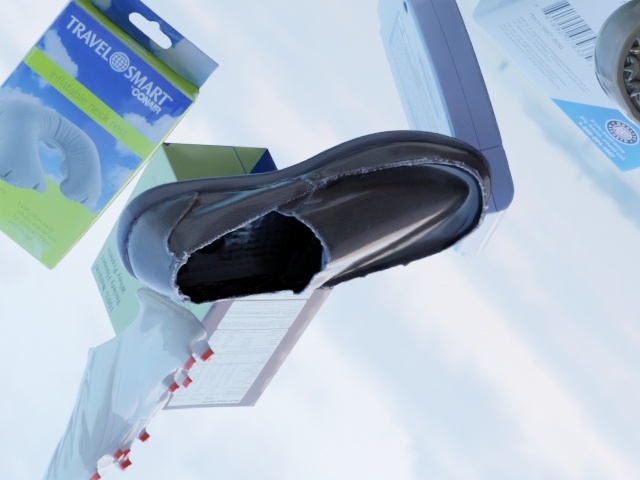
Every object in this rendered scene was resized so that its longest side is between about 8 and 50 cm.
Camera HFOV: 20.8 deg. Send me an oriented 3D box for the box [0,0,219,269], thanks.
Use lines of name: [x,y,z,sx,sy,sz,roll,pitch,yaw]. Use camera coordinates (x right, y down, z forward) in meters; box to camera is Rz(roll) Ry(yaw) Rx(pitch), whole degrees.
box: [-0.165,-0.081,1.178,0.109,0.178,0.042,39,-167,-9]

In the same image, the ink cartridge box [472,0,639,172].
ink cartridge box: [0.413,-0.258,1.927,0.285,0.166,0.395,43,149,-21]

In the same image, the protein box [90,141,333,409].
protein box: [-0.117,0.039,1.817,0.136,0.201,0.200,2,-132,-34]

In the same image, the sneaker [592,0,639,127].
sneaker: [0.184,-0.073,0.800,0.192,0.064,0.086,15,-159,-32]

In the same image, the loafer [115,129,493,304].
loafer: [0.000,0.000,1.626,0.130,0.366,0.133,-124,23,-55]

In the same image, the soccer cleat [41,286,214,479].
soccer cleat: [-0.159,0.122,1.321,0.076,0.196,0.068,43,-163,13]

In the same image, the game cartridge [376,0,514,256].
game cartridge: [0.130,-0.146,1.838,0.198,0.062,0.297,116,138,-72]
